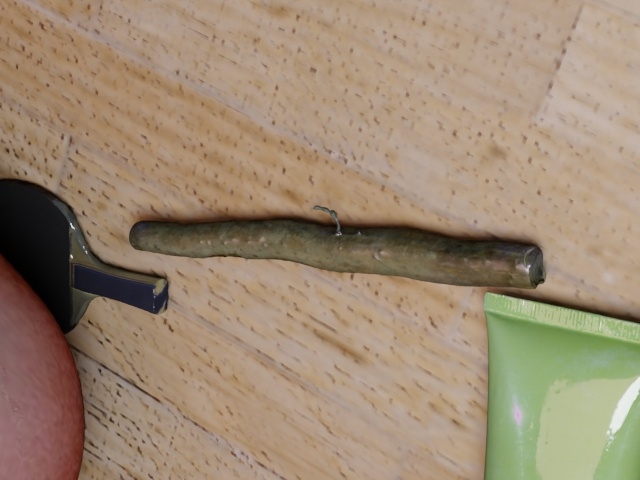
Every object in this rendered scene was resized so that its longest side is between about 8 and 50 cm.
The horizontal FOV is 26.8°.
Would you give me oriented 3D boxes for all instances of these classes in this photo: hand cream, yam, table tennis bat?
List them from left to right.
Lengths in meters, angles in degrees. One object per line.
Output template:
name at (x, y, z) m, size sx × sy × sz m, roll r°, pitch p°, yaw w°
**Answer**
table tennis bat at (-0.155, 0.016, 0.781) m, size 0.158 × 0.014 × 0.095 m, roll 13°, pitch 111°, yaw 28°
yam at (0.000, 0.002, 0.677) m, size 0.234 × 0.027 × 0.029 m, roll 5°, pitch 143°, yaw 28°
hand cream at (0.114, 0.116, 0.638) m, size 0.095 × 0.046 × 0.175 m, roll 12°, pitch 104°, yaw 28°

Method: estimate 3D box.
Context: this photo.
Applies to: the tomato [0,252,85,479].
tomato at (-0.297, 0.096, 0.693) m, size 0.273 × 0.341 × 0.341 m, roll -35°, pitch 86°, yaw 44°
